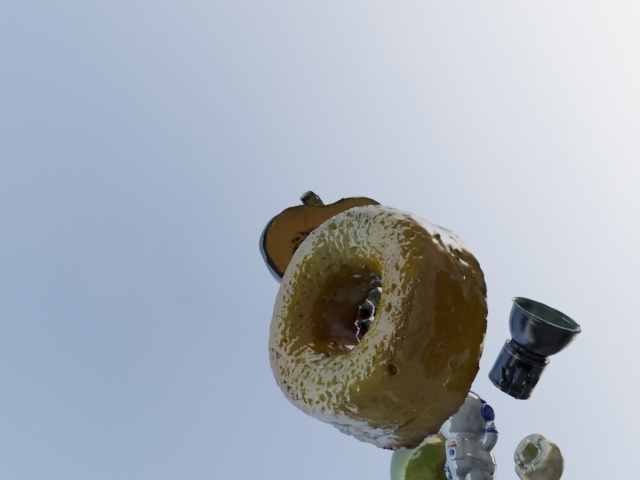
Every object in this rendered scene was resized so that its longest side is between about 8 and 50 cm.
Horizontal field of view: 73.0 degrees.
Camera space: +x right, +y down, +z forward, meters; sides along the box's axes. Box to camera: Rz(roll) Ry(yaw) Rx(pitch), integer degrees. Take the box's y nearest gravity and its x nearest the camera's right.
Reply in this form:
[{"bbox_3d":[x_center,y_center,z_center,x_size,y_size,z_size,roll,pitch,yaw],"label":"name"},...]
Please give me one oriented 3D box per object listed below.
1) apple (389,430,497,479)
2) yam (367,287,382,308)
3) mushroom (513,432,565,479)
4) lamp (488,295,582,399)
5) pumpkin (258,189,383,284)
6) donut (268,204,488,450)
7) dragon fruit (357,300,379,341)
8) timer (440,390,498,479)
[{"bbox_3d":[0.388,0.770,1.390,0.305,0.338,0.339,9,-99,-54],"label":"apple"},{"bbox_3d":[0.166,0.185,1.305,0.083,0.083,0.371,-33,-124,-22],"label":"yam"},{"bbox_3d":[0.584,0.593,1.164,0.112,0.148,0.148,40,-110,10],"label":"mushroom"},{"bbox_3d":[0.449,0.259,0.953,0.147,0.172,0.228,23,-74,17],"label":"lamp"},{"bbox_3d":[0.000,0.000,1.108,0.324,0.232,0.242,-10,-99,-12],"label":"pumpkin"},{"bbox_3d":[0.046,0.083,0.498,0.108,0.277,0.278,30,-106,-40],"label":"donut"},{"bbox_3d":[0.059,0.248,0.931,0.198,0.218,0.273,-6,-88,-5],"label":"dragon fruit"},{"bbox_3d":[0.347,0.530,0.978,0.270,0.270,0.384,26,-135,-19],"label":"timer"}]
